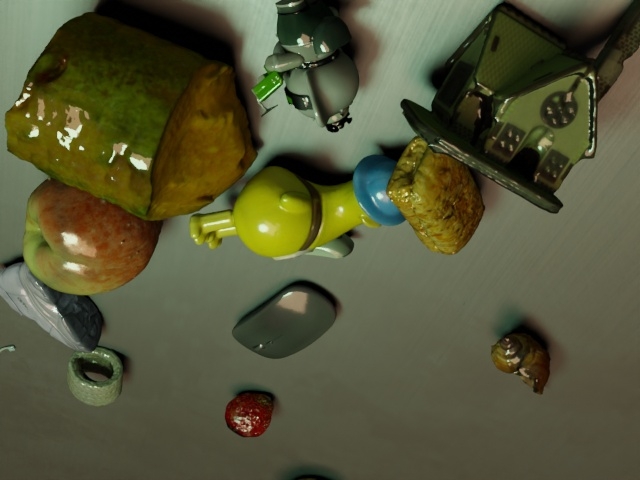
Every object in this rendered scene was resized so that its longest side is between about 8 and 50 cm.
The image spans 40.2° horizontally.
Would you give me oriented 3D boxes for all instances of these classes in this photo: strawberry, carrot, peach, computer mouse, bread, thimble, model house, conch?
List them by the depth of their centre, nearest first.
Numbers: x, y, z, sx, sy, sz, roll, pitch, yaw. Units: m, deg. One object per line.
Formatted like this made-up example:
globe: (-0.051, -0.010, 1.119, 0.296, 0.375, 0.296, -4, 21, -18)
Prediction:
model house: (0.262, -0.215, 1.084, 0.218, 0.205, 0.279, 26, 106, -14)
carrot: (-0.253, -0.162, 1.199, 0.340, 0.242, 0.241, 22, 137, -5)
bread: (0.168, -0.061, 1.241, 0.083, 0.114, 0.211, 23, 170, 33)
computer mouse: (0.000, 0.000, 1.433, 0.110, 0.056, 0.032, 4, 128, 14)
peach: (-0.367, -0.018, 1.435, 0.232, 0.233, 0.233, 8, 137, 7)
conch: (0.365, 0.214, 1.545, 0.232, 0.086, 0.080, 34, 95, -37)
computer mouse: (-0.071, 0.157, 1.614, 0.120, 0.057, 0.232, 37, 132, -21)
thimble: (-0.470, 0.284, 1.825, 0.115, 0.102, 0.090, 38, 141, 18)
strawberry: (-0.147, 0.360, 1.826, 0.106, 0.106, 0.106, 8, 137, 7)

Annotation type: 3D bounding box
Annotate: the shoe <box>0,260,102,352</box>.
shoe: (-0.528, 0.131, 1.691, 0.137, 0.095, 0.245, -7, 130, 27)

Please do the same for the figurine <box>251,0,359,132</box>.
figurine: (-0.006, -0.228, 1.146, 0.126, 0.147, 0.192, 0, 124, 36)

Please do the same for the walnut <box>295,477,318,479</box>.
walnut: (-0.034, 0.646, 2.041, 0.167, 0.167, 0.207, 17, 139, -3)

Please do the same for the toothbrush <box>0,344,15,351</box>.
toothbrush: (-0.715, 0.248, 1.918, 0.131, 0.011, 0.013, -17, 107, 30)

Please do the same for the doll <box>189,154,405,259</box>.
doll: (-0.013, -0.051, 1.343, 0.362, 0.145, 0.199, -10, 172, 13)
